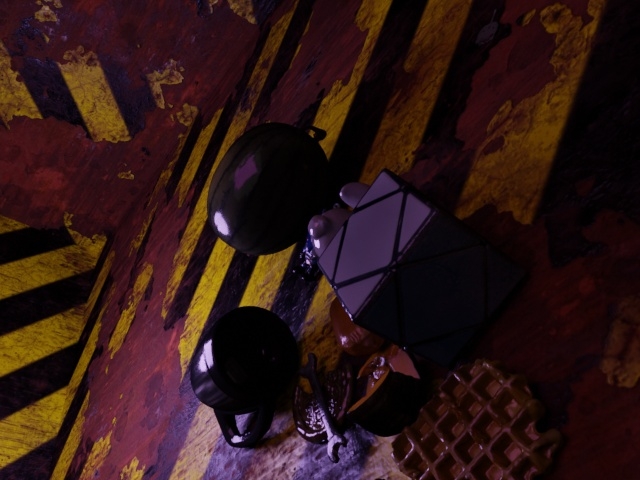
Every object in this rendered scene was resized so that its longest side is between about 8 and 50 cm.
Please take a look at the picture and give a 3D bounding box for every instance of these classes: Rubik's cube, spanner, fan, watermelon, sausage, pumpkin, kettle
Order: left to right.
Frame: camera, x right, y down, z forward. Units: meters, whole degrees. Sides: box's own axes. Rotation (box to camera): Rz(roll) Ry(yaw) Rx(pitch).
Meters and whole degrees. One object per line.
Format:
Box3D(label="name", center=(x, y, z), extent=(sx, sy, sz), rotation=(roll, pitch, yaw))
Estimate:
Box3D(label="kettle", center=(-0.186, 0.304, 1.331), extent=(0.271, 0.251, 0.207), rotation=(-40, 7, 46))
Box3D(label="watermelon", center=(-0.119, -0.132, 1.435), extent=(0.359, 0.279, 0.279), rotation=(-57, 30, 18))
Box3D(label="spanner", center=(0.003, 0.312, 1.124), extent=(0.054, 0.015, 0.254), rotation=(-52, 32, 18))
Box3D(label="sausage", center=(0.069, 0.143, 1.070), extent=(0.098, 0.098, 0.238), rotation=(-61, 8, 6))
Box3D(label="pumpkin", center=(0.114, 0.246, 0.940), extent=(0.119, 0.108, 0.183), rotation=(-51, 1, 22))
Box3D(label="Rubik's cube", center=(0.149, 0.042, 0.935), extent=(0.205, 0.205, 0.207), rotation=(-55, 29, 10))
Box3D(label="fan", center=(0.346, -0.438, 1.208), extent=(0.056, 0.004, 0.083), rotation=(4, 71, 59))

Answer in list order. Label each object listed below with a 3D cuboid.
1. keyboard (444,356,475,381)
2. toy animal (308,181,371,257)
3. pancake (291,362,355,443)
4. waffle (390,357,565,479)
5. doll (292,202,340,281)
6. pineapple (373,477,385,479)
Box3D(label="keyboard", center=(0.194, 0.274, 0.892), extent=(0.060, 0.018, 0.195), rotation=(13, 79, 53))
Box3D(label="toy animal", center=(0.070, -0.018, 1.148), extent=(0.193, 0.178, 0.127), rotation=(-12, 60, 56))
Box3D(label="pancake", center=(0.004, 0.307, 1.161), extent=(0.190, 0.020, 0.184), rotation=(-57, 29, 11))
Box3D(label="waffle", center=(0.220, 0.287, 0.788), extent=(0.229, 0.057, 0.219), rotation=(-53, 37, 12))
Box3D(label="doll", center=(0.000, 0.000, 1.359), extent=(0.096, 0.070, 0.195), rotation=(38, 110, 37))
Box3D(label="pineapple", center=(0.082, 0.413, 0.787), extent=(0.166, 0.166, 0.193), rotation=(-4, 89, 57))
